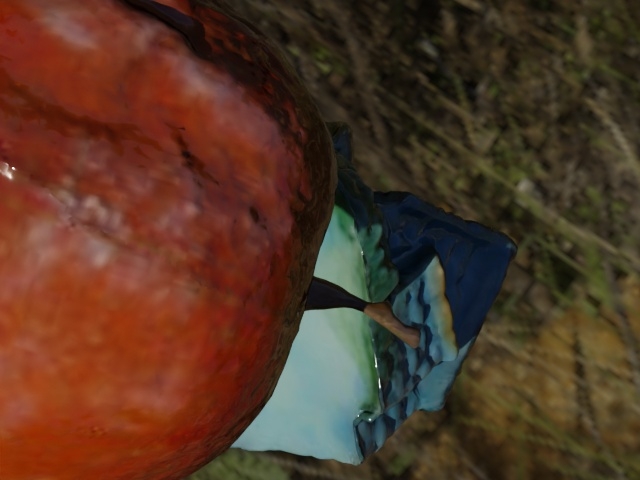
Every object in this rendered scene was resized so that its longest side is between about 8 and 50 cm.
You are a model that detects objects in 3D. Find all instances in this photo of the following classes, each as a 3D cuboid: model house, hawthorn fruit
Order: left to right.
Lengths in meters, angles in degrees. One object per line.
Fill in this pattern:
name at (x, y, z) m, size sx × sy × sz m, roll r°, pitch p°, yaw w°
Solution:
hawthorn fruit at (-0.079, 0.000, 0.775) m, size 0.272 × 0.242 × 0.242 m, roll 22°, pitch 102°, yaw -12°
model house at (0.000, 0.000, 1.296) m, size 0.241 × 0.261 × 0.226 m, roll -28°, pitch 115°, yaw -46°
